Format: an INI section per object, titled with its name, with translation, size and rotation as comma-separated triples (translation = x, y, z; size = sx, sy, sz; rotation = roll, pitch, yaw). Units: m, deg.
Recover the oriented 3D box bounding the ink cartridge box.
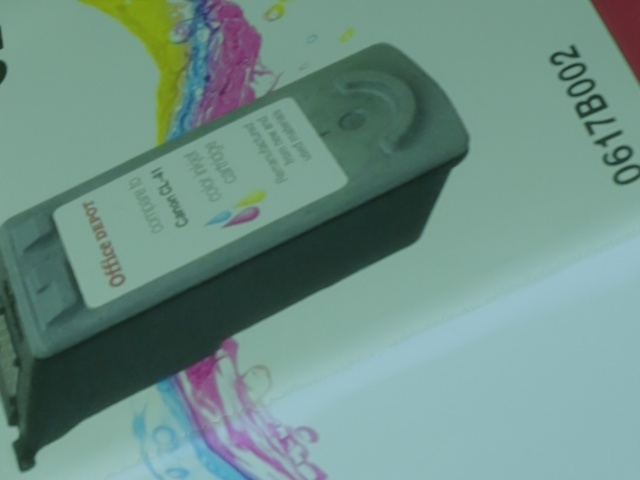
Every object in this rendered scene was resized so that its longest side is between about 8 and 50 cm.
[ink cartridge box]
translation = 0.000, 0.000, 0.499
size = 0.306, 0.226, 0.131
rotation = -23, 130, 4
